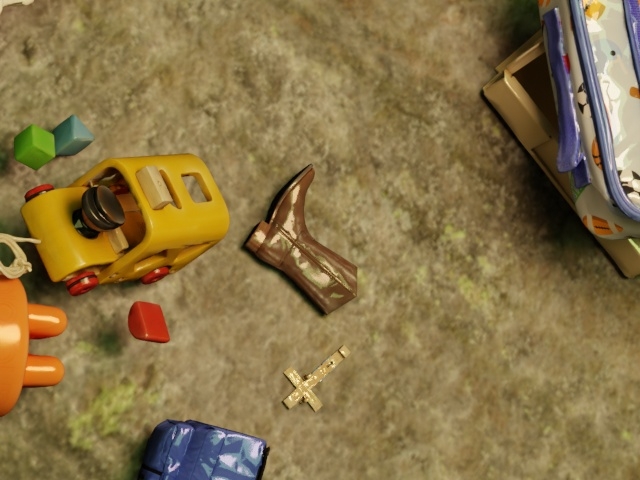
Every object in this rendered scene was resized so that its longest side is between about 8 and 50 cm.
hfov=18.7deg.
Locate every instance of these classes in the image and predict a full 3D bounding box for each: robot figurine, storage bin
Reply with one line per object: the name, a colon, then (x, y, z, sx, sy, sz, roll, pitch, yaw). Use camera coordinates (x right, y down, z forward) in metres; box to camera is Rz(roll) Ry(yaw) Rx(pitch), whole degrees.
robot figurine: (-0.325, 0.082, 1.620, 0.219, 0.158, 0.128, 4, 32, -22)
storage bin: (0.340, -0.141, 1.953, 0.260, 0.123, 0.262, -41, 96, -25)

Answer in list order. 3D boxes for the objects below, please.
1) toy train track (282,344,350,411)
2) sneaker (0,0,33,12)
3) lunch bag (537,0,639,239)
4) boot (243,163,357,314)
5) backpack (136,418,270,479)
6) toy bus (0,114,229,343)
toy train track: (-0.002, 0.126, 1.808, 0.083, 0.014, 0.048, -42, 96, -25)
sneaker: (-0.318, -0.179, 1.643, 0.447, 0.169, 0.257, -9, 83, -36)
lunch bag: (0.327, -0.146, 1.822, 0.243, 0.115, 0.303, -6, 80, -21)
boot: (0.000, 0.000, 1.824, 0.114, 0.037, 0.106, 37, 80, -8)
backpack: (-0.110, 0.219, 1.700, 0.101, 0.098, 0.120, 16, 85, -10)
toy bus: (-0.170, -0.023, 1.679, 0.191, 0.104, 0.202, 38, 34, -27)
